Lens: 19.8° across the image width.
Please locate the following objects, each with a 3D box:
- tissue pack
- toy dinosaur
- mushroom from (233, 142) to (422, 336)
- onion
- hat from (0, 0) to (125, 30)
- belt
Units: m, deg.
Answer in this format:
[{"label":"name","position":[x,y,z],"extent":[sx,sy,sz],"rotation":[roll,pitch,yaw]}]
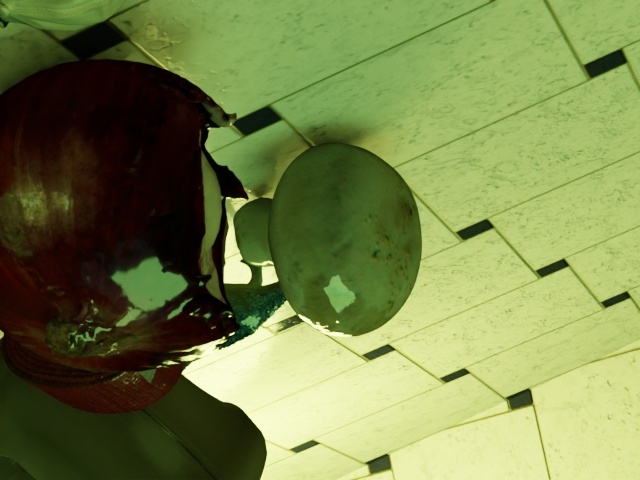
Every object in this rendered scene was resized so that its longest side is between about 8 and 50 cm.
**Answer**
[{"label":"tissue pack","position":[-0.282,0.275,2.351],"extent":[0.267,0.387,0.277],"rotation":[-39,-166,41]},{"label":"toy dinosaur","position":[-0.122,0.091,2.428],"extent":[0.363,0.147,0.076],"rotation":[-32,155,28]},{"label":"mushroom","position":[0.000,0.000,2.240],"extent":[0.244,0.243,0.243],"rotation":[-17,160,-7]},{"label":"onion","position":[-0.223,-0.029,1.824],"extent":[0.341,0.341,0.341],"rotation":[-17,160,-7]},{"label":"hat","position":[-0.157,-0.249,1.551],"extent":[0.226,0.164,0.219],"rotation":[4,159,-1]},{"label":"belt","position":[-0.265,0.122,2.092],"extent":[0.201,0.128,0.124],"rotation":[2,159,27]}]
